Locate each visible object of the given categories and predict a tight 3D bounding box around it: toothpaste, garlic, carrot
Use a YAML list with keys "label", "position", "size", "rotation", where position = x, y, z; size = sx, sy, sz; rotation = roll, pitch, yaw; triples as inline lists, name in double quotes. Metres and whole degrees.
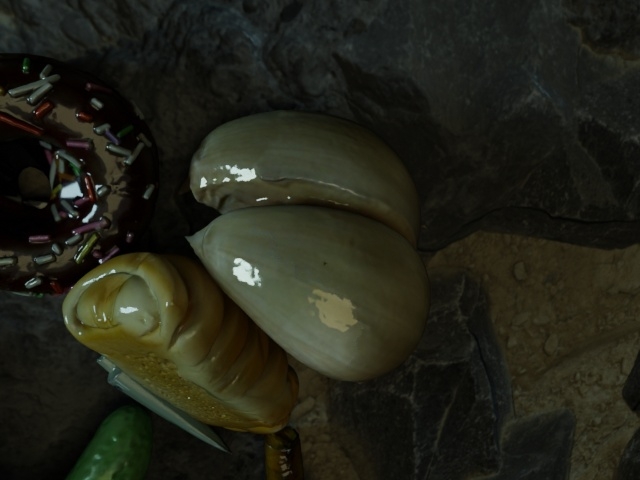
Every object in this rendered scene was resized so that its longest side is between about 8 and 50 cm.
- label: "toothpaste"
  position: [-0.202, 0.216, 0.719]
  size: [0.218, 0.064, 0.041]
  rotation: [45, 73, -21]
- label: "garlic"
  position: [0.000, 0.000, 0.624]
  size: [0.313, 0.249, 0.286]
  rotation: [40, 63, -29]
- label: "carrot"
  position: [-0.045, 0.399, 0.825]
  size: [0.070, 0.070, 0.260]
  rotation: [-10, 107, -16]

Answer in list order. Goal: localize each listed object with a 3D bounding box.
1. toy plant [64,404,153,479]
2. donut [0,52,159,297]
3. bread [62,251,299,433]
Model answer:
- label: "toy plant"
  position: [-0.327, 0.406, 0.635]
  size: [0.356, 0.211, 0.317]
  rotation: [-17, 71, -25]
- label: "donut"
  position: [-0.301, -0.062, 0.572]
  size: [0.269, 0.103, 0.270]
  rotation: [-7, 109, -19]
- label: "bread"
  position: [-0.140, 0.126, 0.639]
  size: [0.172, 0.121, 0.311]
  rotation: [-5, 140, 26]
